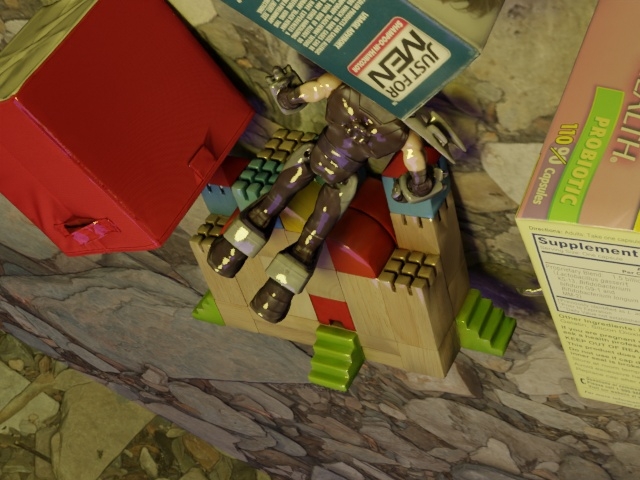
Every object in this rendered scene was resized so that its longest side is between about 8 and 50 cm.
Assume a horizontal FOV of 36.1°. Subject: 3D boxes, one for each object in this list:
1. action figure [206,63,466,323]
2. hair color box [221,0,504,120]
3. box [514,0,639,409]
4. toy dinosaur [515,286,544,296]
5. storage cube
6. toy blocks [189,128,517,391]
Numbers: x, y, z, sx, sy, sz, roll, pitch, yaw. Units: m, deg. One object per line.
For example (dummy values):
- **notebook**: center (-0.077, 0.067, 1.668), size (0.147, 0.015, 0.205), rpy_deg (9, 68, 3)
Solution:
- **action figure**: center (0.006, -0.066, 0.876), size (0.185, 0.099, 0.285), rpy_deg (41, 115, 5)
- **hair color box**: center (-0.038, -0.246, 0.593), size (0.347, 0.173, 0.105), rpy_deg (32, 153, -12)
- **box**: center (0.248, -0.022, 0.699), size (0.117, 0.213, 0.243), rpy_deg (9, 150, 30)
- **toy dinosaur**: center (0.321, 0.060, 0.965), size (0.118, 0.064, 0.268), rpy_deg (49, 150, -11)
- **storage cube**: center (-0.219, -0.118, 0.961), size (0.184, 0.215, 0.193), rpy_deg (-4, 135, 48)
- **toy blocks**: center (0.000, 0.000, 1.053), size (0.381, 0.190, 0.261), rpy_deg (10, 138, 29)
